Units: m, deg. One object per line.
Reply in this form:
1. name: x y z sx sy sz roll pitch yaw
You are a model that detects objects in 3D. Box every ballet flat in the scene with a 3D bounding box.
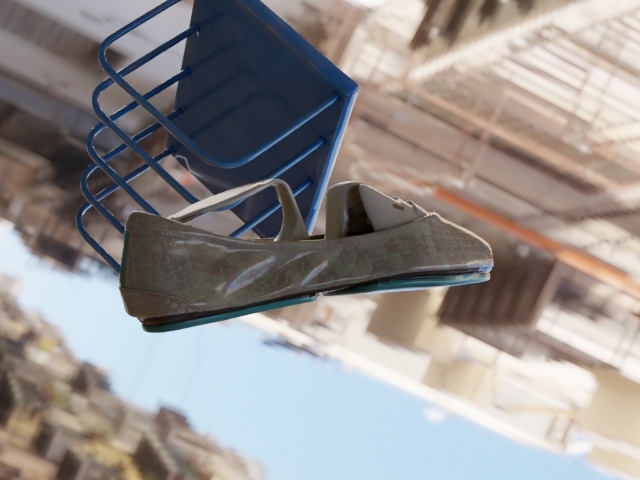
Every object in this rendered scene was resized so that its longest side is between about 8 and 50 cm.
1. ballet flat: 0.000 0.000 0.659 0.057 0.168 0.052 -2 -85 58

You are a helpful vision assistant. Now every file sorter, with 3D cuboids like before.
1. file sorter: -0.070 -0.049 0.977 0.104 0.118 0.170 -36 160 -31
